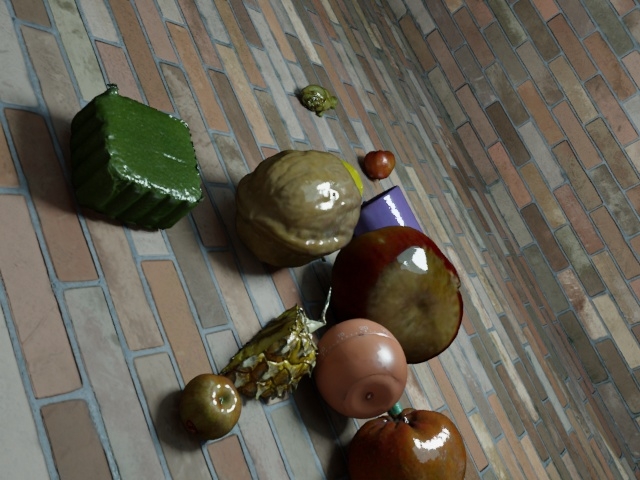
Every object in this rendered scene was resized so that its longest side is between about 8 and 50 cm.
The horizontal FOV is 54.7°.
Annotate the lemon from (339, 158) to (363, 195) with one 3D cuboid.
[{"bbox_3d":[0.032,-0.156,1.892,0.231,0.192,0.192,-12,72,-55],"label":"lemon"}]

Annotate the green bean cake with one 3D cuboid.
[{"bbox_3d":[-0.395,-0.165,1.319,0.249,0.156,0.247,15,51,-49],"label":"green bean cake"}]

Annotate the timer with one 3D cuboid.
[{"bbox_3d":[0.095,0.310,1.506,0.229,0.229,0.215,40,15,-27],"label":"timer"}]

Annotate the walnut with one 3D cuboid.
[{"bbox_3d":[-0.065,-0.080,1.572,0.344,0.306,0.306,-16,75,-56],"label":"walnut"}]

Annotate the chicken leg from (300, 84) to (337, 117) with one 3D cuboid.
[{"bbox_3d":[0.007,-0.519,2.313,0.103,0.088,0.227,57,23,21],"label":"chicken leg"}]

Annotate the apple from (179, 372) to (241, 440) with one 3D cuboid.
[{"bbox_3d":[-0.208,0.317,1.189,0.126,0.102,0.126,36,36,-33],"label":"apple"}]

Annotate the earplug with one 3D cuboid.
[{"bbox_3d":[0.277,0.059,2.042,0.456,0.215,0.215,58,30,-4],"label":"earplug"}]

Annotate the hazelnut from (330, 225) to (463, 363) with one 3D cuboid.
[{"bbox_3d":[0.217,0.144,1.740,0.409,0.359,0.359,47,31,-32],"label":"hazelnut"}]

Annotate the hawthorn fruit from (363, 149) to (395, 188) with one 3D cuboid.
[{"bbox_3d":[0.220,-0.288,2.372,0.125,0.140,0.125,30,10,-6],"label":"hawthorn fruit"}]

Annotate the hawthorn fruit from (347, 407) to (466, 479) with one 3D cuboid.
[{"bbox_3d":[0.206,0.547,1.429,0.277,0.277,0.298,5,68,-54],"label":"hawthorn fruit"}]

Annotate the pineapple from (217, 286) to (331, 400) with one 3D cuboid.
[{"bbox_3d":[-0.061,0.254,1.404,0.161,0.158,0.334,56,30,-2],"label":"pineapple"}]

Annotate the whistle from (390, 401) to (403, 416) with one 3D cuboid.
[{"bbox_3d":[0.222,0.492,1.709,0.039,0.039,0.186,-12,71,-58],"label":"whistle"}]

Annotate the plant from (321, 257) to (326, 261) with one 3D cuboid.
[{"bbox_3d":[0.000,0.000,1.839,0.116,0.104,0.122,15,76,-1],"label":"plant"}]
